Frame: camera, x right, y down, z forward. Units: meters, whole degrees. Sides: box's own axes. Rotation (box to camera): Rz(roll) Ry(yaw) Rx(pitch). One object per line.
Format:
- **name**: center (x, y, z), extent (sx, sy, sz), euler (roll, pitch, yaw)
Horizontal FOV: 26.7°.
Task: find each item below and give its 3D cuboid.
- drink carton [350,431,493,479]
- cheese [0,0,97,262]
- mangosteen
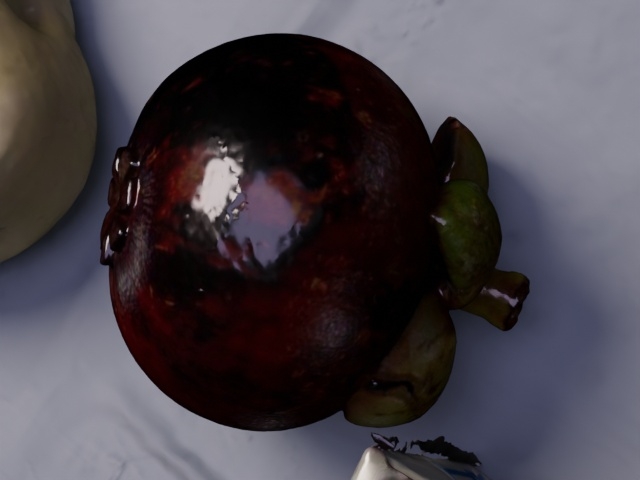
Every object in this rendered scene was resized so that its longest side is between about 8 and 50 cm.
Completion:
- **drink carton**: center (0.026, 0.252, 0.541), extent (0.132, 0.194, 0.324), euler (27, 89, 22)
- **cheese**: center (-0.225, -0.089, 0.703), extent (0.235, 0.117, 0.218), euler (18, 84, 13)
- **mangosteen**: center (0.000, 0.000, 0.615), extent (0.200, 0.200, 0.200), euler (-2, 81, 14)
